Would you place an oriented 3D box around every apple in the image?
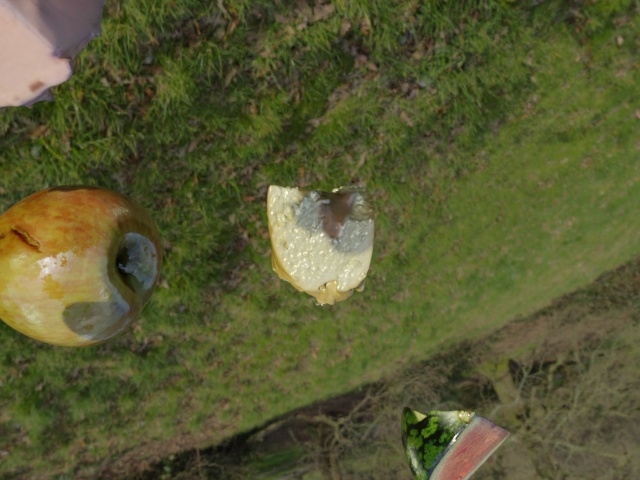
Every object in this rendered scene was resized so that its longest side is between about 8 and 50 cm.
[{"bbox_3d":[-0.394,0.038,0.890,0.264,0.264,0.264,-11,149,-7],"label":"apple"}]

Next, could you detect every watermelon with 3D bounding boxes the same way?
[{"bbox_3d":[0.196,0.318,0.919,0.159,0.128,0.303,-48,144,3],"label":"watermelon"}]

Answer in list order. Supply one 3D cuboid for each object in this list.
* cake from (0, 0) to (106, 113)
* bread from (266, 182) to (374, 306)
[{"bbox_3d":[-0.405,-0.272,0.553,0.307,0.314,0.293,-17,143,21],"label":"cake"},{"bbox_3d":[0.000,0.004,1.012,0.184,0.211,0.224,0,-173,0],"label":"bread"}]
